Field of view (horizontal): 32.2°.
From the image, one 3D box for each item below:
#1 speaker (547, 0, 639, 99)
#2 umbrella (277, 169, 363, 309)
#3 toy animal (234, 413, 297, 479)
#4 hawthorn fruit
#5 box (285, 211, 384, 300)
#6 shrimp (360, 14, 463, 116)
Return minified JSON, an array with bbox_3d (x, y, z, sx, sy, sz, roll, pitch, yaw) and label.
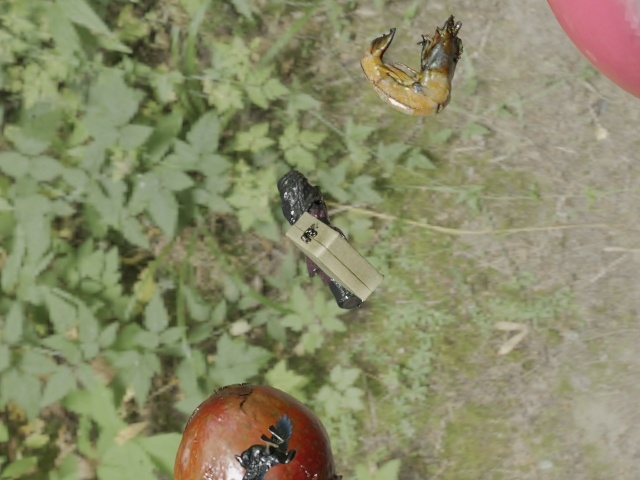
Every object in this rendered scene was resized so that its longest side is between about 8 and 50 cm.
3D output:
[{"bbox_3d":[0.261,-0.212,0.662,0.294,0.294,0.294,-1,89,38],"label":"speaker"},{"bbox_3d":[0.000,0.000,2.118,0.326,0.090,0.094,65,146,32],"label":"umbrella"},{"bbox_3d":[-0.087,0.333,1.709,0.062,0.220,0.108,42,129,-4],"label":"toy animal"},{"bbox_3d":[-0.109,0.409,1.986,0.315,0.316,0.316,-1,89,38],"label":"hawthorn fruit"},{"bbox_3d":[0.013,0.014,1.129,0.035,0.083,0.079,-48,32,-4],"label":"box"},{"bbox_3d":[0.166,-0.329,2.046,0.178,0.289,0.075,18,144,1],"label":"shrimp"}]
